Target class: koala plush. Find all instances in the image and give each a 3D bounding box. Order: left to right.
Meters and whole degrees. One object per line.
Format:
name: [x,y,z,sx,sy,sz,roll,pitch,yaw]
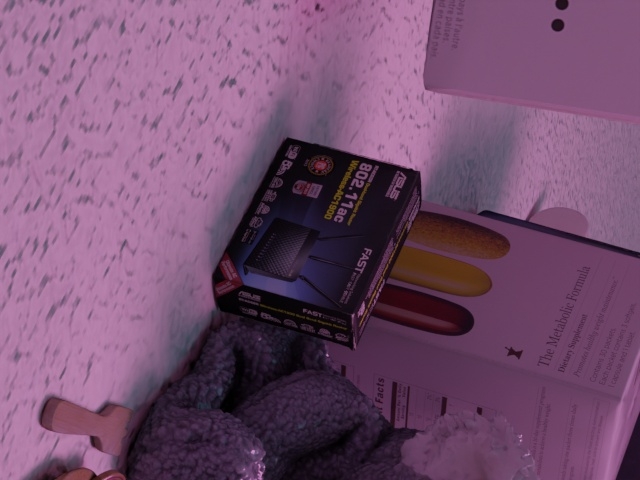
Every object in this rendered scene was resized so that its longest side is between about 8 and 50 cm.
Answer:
koala plush: [0.022,0.155,1.122,0.203,0.221,0.196,-58,157,-46]

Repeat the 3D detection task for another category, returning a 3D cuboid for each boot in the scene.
boot: [0.242,0.039,2.079,0.190,0.069,0.086,-44,154,-47]

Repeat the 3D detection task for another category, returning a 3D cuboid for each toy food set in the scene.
toy food set: [-0.132,0.179,0.952,0.132,0.039,0.192,36,70,-73]

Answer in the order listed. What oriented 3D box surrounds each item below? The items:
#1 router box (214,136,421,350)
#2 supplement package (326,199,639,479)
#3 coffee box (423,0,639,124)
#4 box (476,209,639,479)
router box: [0.000,0.000,1.138,0.038,0.092,0.122,84,26,-52]
supplement package: [0.096,0.074,1.256,0.139,0.244,0.134,-60,160,-44]
coffee box: [0.260,-0.278,1.188,0.338,0.334,0.337,-77,176,-67]
box: [0.231,0.105,1.654,0.294,0.296,0.182,-25,129,-70]
